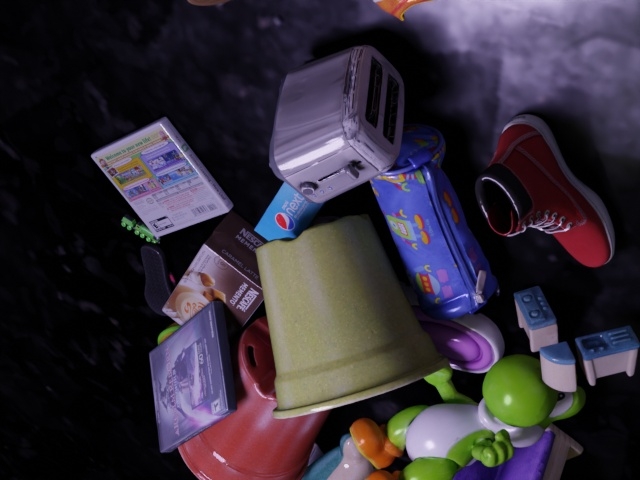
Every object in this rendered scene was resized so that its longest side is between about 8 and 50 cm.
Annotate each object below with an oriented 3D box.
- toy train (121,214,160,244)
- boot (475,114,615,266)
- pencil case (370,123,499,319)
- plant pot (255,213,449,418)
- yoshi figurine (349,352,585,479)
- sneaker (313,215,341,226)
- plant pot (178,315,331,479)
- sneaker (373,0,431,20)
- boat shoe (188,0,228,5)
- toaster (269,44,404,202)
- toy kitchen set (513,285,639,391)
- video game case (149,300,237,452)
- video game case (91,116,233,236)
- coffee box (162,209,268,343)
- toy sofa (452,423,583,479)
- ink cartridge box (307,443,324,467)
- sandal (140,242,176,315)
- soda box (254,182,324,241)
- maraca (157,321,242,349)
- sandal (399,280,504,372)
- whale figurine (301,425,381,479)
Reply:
[{"bbox_3d":[-0.331,-0.020,1.988,0.083,0.017,0.023,30,129,6],"label":"toy train"},{"bbox_3d":[0.294,-0.023,1.425,0.088,0.176,0.244,-21,116,43],"label":"boot"},{"bbox_3d":[0.164,-0.018,1.561,0.133,0.119,0.306,26,147,53],"label":"pencil case"},{"bbox_3d":[0.025,0.103,1.611,0.276,0.276,0.253,-20,86,45],"label":"plant pot"},{"bbox_3d":[0.224,0.273,1.660,0.362,0.203,0.203,-26,95,8],"label":"yoshi figurine"},{"bbox_3d":[0.000,0.000,1.751,0.134,0.051,0.070,-25,110,43],"label":"sneaker"},{"bbox_3d":[-0.095,0.288,1.950,0.272,0.272,0.265,34,131,3],"label":"plant pot"},{"bbox_3d":[0.136,-0.338,1.337,0.067,0.064,0.175,28,149,-21],"label":"sneaker"},{"bbox_3d":[-0.105,-0.439,1.373,0.110,0.122,0.341,65,146,21],"label":"boat shoe"},{"bbox_3d":[0.027,-0.168,1.469,0.146,0.226,0.129,-17,139,33],"label":"toaster"},{"bbox_3d":[0.403,0.104,1.561,0.207,0.166,0.122,-14,128,-1],"label":"toy kitchen set"},{"bbox_3d":[-0.231,0.247,1.911,0.026,0.196,0.274,5,153,-33],"label":"video game case"},{"bbox_3d":[-0.276,-0.105,1.864,0.212,0.023,0.193,-17,118,44],"label":"video game case"},{"bbox_3d":[-0.167,0.079,1.904,0.141,0.098,0.246,38,140,-2],"label":"coffee box"},{"bbox_3d":[0.276,0.442,1.740,0.177,0.362,0.150,38,141,-10],"label":"toy sofa"},{"bbox_3d":[-0.121,0.440,2.250,0.275,0.060,0.238,-5,126,38],"label":"ink cartridge box"},{"bbox_3d":[-0.300,0.072,2.039,0.067,0.040,0.179,17,132,21],"label":"sandal"},{"bbox_3d":[-0.027,-0.070,1.688,0.071,0.067,0.210,37,140,0],"label":"soda box"},{"bbox_3d":[-0.219,0.200,2.064,0.186,0.099,0.127,1,143,3],"label":"maraca"},{"bbox_3d":[0.093,0.140,1.775,0.416,0.102,0.169,9,133,25],"label":"sandal"},{"bbox_3d":[0.027,0.457,2.079,0.141,0.216,0.272,40,123,36],"label":"whale figurine"}]
